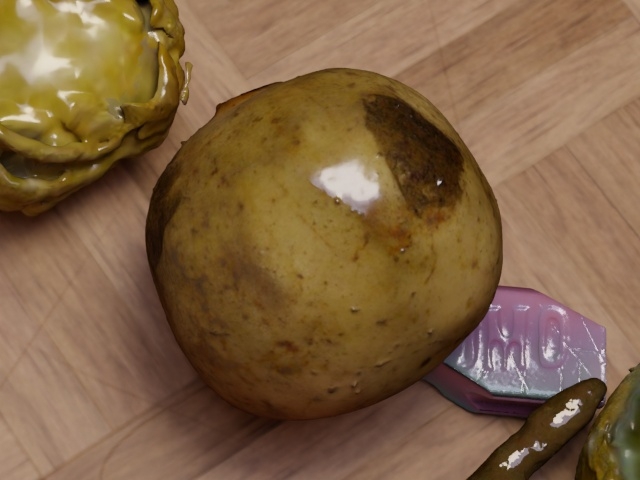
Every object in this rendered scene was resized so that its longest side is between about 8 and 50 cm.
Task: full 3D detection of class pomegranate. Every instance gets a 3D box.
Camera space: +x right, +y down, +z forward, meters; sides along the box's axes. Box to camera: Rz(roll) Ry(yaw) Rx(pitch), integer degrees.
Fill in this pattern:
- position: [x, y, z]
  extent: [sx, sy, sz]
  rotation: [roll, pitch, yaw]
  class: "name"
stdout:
- position: [0.000, 0.000, 1.439]
  extent: [0.281, 0.281, 0.281]
  rotation: [3, 68, -6]
  class: "pomegranate"

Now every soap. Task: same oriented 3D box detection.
- position: [0.154, 0.089, 1.543]
  extent: [0.149, 0.056, 0.100]
  rotation: [7, 65, -5]
  class: "soap"

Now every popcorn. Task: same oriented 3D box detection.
- position: [-0.228, -0.144, 1.516]
  extent: [0.250, 0.190, 0.250]
  rotation: [5, 61, -9]
  class: "popcorn"

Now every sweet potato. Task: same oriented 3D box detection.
- position: [0.131, 0.211, 1.477]
  extent: [0.075, 0.075, 0.269]
  rotation: [36, 75, 8]
  class: "sweet potato"

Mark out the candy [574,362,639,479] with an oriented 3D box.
- position: [0.324, 0.196, 1.465]
  extent: [0.260, 0.118, 0.260]
  rotation: [1, 49, -1]
  class: "candy"
